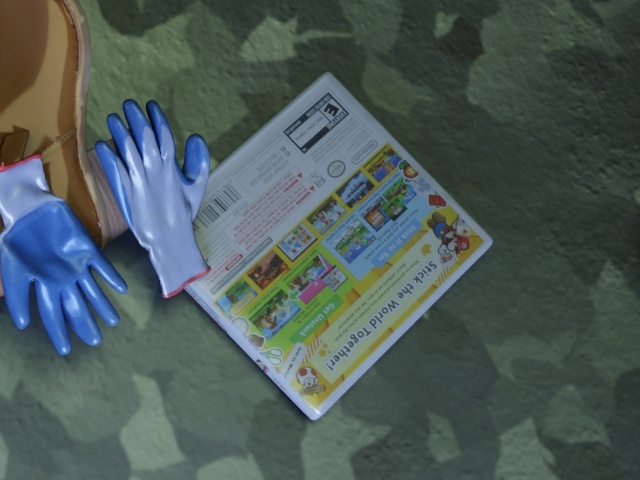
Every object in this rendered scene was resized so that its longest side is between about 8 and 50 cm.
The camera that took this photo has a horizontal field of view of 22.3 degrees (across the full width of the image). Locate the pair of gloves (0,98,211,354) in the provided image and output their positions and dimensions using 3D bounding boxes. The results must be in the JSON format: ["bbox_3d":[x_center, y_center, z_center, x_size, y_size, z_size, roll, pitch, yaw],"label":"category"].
[{"bbox_3d":[-0.159,-0.014,1.229,0.198,0.023,0.159,-28,110,-28],"label":"pair of gloves"}]

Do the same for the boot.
[{"bbox_3d":[-0.272,-0.094,1.259,0.220,0.109,0.283,-30,92,-23],"label":"boot"}]

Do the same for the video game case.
[{"bbox_3d":[0.000,0.000,1.342,0.206,0.026,0.227,46,65,2],"label":"video game case"}]
